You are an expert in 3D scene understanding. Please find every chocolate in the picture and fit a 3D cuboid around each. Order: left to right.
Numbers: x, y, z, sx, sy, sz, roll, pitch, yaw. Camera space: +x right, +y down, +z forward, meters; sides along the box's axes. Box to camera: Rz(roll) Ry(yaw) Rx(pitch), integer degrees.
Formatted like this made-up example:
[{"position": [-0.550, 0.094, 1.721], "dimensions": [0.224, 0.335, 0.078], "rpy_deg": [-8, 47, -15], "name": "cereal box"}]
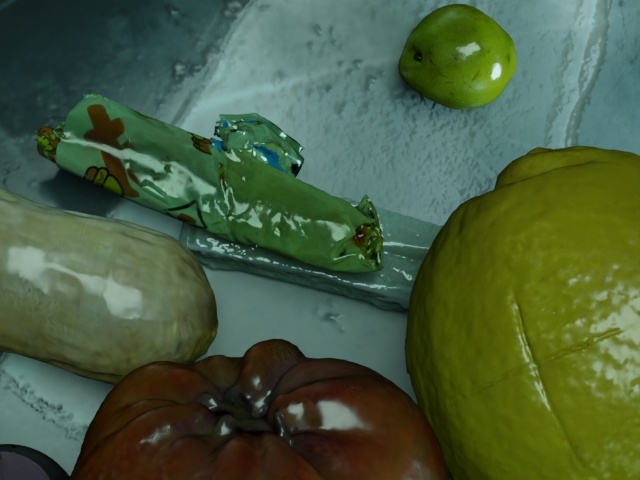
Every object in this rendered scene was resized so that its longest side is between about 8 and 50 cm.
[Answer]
[{"position": [-0.227, 0.026, 1.239], "dimensions": [0.309, 0.134, 0.134], "rpy_deg": [13, 74, -9], "name": "chocolate"}]

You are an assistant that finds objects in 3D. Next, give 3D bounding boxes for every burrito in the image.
[{"position": [-0.075, -0.056, 1.280], "dimensions": [0.288, 0.054, 0.104], "rpy_deg": [22, 73, 0], "name": "burrito"}]

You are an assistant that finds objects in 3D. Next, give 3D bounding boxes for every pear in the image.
[{"position": [0.114, -0.151, 1.359], "dimensions": [0.097, 0.092, 0.092], "rpy_deg": [-24, 80, -15], "name": "pear"}]

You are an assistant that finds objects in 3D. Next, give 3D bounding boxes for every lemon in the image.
[{"position": [0.202, 0.082, 1.210], "dimensions": [0.297, 0.297, 0.297], "rpy_deg": [2, 75, -8], "name": "lemon"}]

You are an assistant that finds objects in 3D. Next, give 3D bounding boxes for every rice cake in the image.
[{"position": [0.000, 0.000, 1.323], "dimensions": [0.226, 0.040, 0.085], "rpy_deg": [15, 73, -4], "name": "rice cake"}]

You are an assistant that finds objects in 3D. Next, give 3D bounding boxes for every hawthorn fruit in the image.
[{"position": [-0.045, 0.228, 1.155], "dimensions": [0.277, 0.277, 0.298], "rpy_deg": [-11, 113, -12], "name": "hawthorn fruit"}]

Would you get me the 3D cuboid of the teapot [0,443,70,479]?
[{"position": [-0.228, 0.184, 1.183], "dimensions": [0.116, 0.146, 0.148], "rpy_deg": [4, 75, -8], "name": "teapot"}]
